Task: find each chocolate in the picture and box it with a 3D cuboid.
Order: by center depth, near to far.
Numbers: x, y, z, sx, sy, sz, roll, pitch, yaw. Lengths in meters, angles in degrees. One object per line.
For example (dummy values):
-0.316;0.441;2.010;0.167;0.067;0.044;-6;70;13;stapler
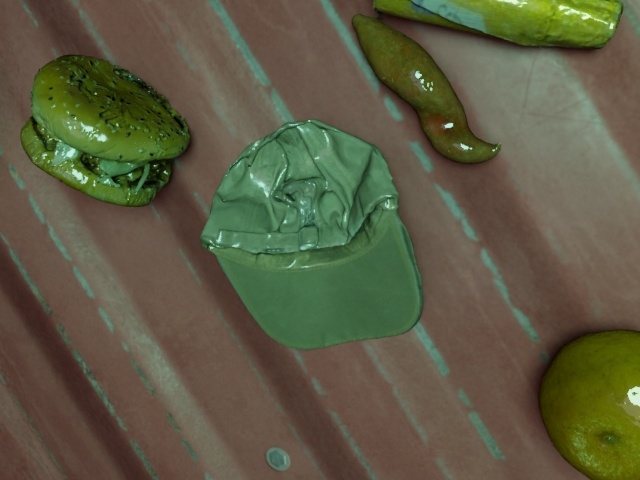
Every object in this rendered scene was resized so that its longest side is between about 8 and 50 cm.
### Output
0.158;-0.224;0.521;0.220;0.086;0.085;19;110;13;chocolate

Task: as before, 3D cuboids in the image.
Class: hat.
0.000;0.000;0.649;0.215;0.149;0.244;-11;136;15;hat

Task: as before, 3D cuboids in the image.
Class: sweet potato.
0.098;-0.153;0.572;0.055;0.058;0.202;-39;86;27;sweet potato

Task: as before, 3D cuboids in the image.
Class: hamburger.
-0.234;-0.123;0.653;0.113;0.177;0.185;-53;55;17;hamburger

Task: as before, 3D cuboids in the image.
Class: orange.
0.291;0.158;0.547;0.155;0.134;0.154;19;118;40;orange
